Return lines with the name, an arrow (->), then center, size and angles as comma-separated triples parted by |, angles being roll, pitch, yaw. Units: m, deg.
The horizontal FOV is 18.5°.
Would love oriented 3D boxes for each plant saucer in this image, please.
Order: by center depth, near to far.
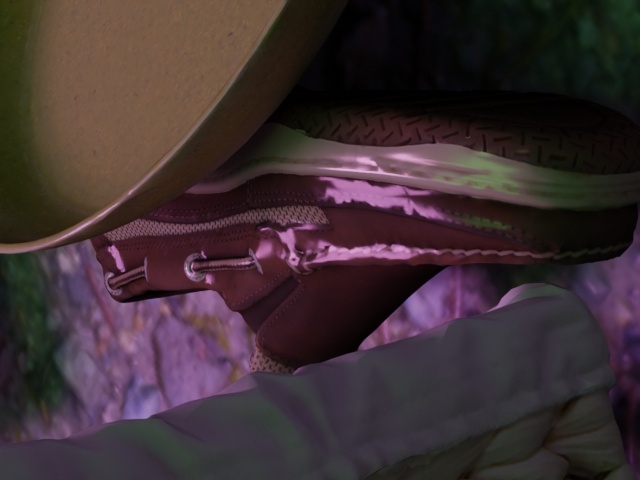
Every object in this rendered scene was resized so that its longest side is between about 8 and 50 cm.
plant saucer -> -0.047, -0.102, 0.630 | 0.241, 0.037, 0.241 | -33, 45, 39

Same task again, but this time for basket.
basket -> -0.089, 0.208, 0.523 | 0.328, 0.331, 0.266 | -31, 77, 47

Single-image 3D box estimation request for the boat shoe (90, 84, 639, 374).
boat shoe -> 0.007, -0.001, 0.632 | 0.257, 0.095, 0.095 | 10, 102, 56
